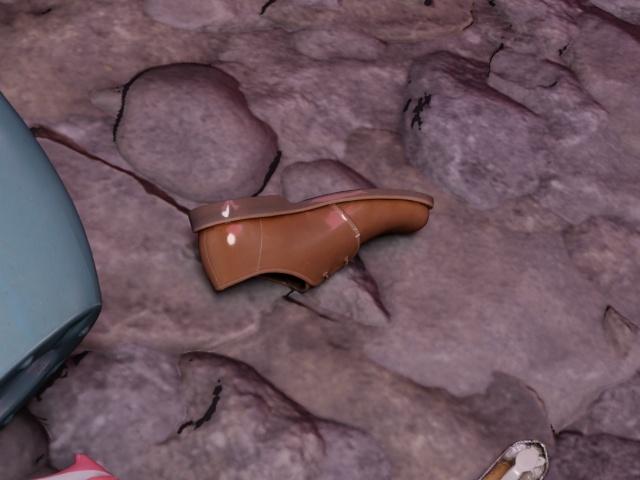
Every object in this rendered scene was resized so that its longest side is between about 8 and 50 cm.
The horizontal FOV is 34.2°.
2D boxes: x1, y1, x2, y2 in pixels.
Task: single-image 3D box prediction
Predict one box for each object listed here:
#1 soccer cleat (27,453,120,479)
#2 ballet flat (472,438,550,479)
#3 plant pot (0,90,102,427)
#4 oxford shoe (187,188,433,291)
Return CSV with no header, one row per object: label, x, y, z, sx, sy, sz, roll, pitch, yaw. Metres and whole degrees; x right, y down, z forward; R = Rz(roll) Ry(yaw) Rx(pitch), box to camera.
soccer cleat,-0.218,0.190,0.573,0.248,0.083,0.095,-16,33,-26
ballet flat,0.122,0.173,0.717,0.041,0.041,0.114,41,50,17
plant pot,-0.265,0.020,0.567,0.235,0.293,0.293,45,50,0
oxford shoe,0.000,0.000,0.819,0.212,0.076,0.076,-9,84,-28
